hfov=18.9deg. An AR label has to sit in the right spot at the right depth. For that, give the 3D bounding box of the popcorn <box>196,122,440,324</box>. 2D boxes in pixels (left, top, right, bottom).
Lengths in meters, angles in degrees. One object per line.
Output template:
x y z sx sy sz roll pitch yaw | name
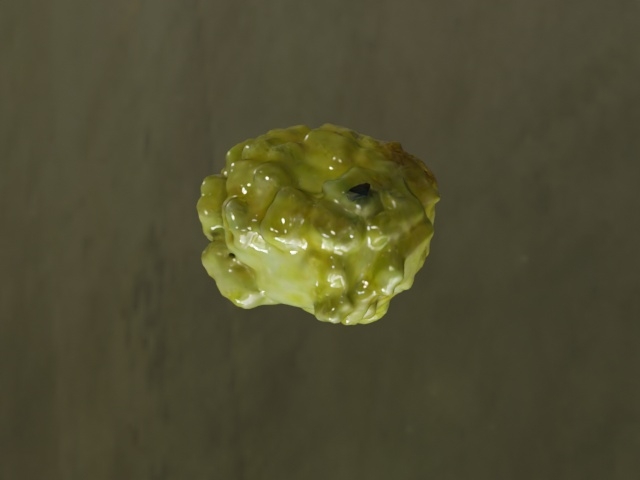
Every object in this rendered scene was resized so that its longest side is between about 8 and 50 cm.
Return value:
0.002 -0.010 1.321 0.142 0.173 0.173 -63 29 22 | popcorn
